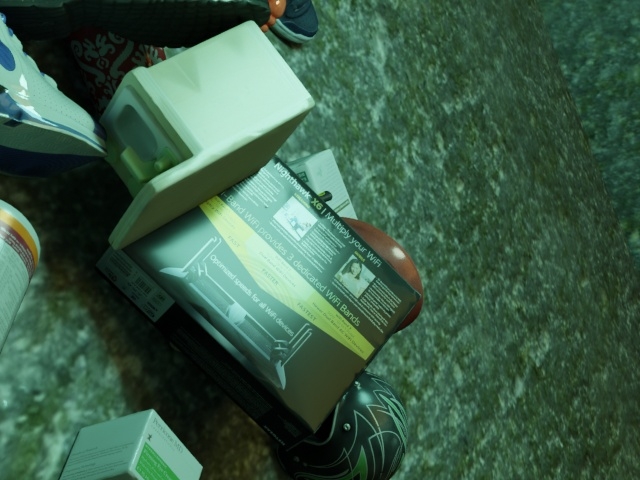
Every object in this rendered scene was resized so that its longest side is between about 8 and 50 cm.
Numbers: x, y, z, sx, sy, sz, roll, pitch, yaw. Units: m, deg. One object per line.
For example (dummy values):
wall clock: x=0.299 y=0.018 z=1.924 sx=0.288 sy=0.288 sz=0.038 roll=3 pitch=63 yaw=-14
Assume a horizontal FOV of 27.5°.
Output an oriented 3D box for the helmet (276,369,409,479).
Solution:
helmet: x=0.038 y=0.251 z=1.722 sx=0.169 sy=0.161 sz=0.169 roll=39 pitch=43 yaw=-48

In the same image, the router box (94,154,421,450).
router box: x=-0.067 y=0.049 z=1.518 sx=0.309 sy=0.081 sz=0.243 roll=45 pitch=54 yaw=-3

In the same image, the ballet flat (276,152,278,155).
ballet flat: x=-0.108 y=-0.101 z=1.725 sx=0.083 sy=0.087 sz=0.247 roll=61 pitch=30 yaw=-24

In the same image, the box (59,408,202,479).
box: x=-0.196 y=0.246 z=1.351 sx=0.101 sy=0.102 sz=0.087 roll=55 pitch=30 yaw=-30

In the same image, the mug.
mug: x=-0.209 y=-0.196 z=1.531 sx=0.113 sy=0.150 sz=0.169 roll=-59 pitch=133 yaw=-74

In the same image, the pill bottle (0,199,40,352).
pill bottle: x=-0.337 y=0.069 z=1.162 sx=0.121 sy=0.121 sz=0.221 roll=53 pitch=34 yaw=-35

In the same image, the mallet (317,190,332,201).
mallet: x=-0.051 y=-0.027 z=1.727 sx=0.190 sy=0.062 sz=0.039 roll=-23 pitch=113 yaw=-30

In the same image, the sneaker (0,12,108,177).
sneaker: x=-0.337 y=-0.187 z=1.299 sx=0.315 sy=0.127 sz=0.182 roll=25 pitch=56 yaw=-54

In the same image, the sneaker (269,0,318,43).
sneaker: x=-0.041 y=-0.421 z=1.954 sx=0.282 sy=0.153 sz=0.099 roll=52 pitch=34 yaw=-35

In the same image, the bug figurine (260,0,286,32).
bug figurine: x=-0.104 y=-0.381 z=1.782 sx=0.072 sy=0.216 sz=0.279 roll=46 pitch=10 yaw=36

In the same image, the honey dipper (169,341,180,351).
honey dipper: x=-0.157 y=0.067 z=1.608 sx=0.030 sy=0.030 sz=0.160 roll=52 pitch=30 yaw=-35

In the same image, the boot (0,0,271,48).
boot: x=-0.222 y=-0.336 z=1.428 sx=0.338 sy=0.118 sz=0.223 roll=1 pitch=72 yaw=-17

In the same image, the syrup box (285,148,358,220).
syrup box: x=0.000 y=0.000 z=1.865 sx=0.096 sy=0.093 sz=0.237 roll=-37 pitch=108 yaw=-62

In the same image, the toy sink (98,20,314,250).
toy sink: x=-0.151 y=-0.117 z=1.412 sx=0.234 sy=0.153 sz=0.131 roll=-33 pitch=83 yaw=-34

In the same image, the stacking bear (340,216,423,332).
stacking bear: x=-0.018 y=0.107 z=1.664 sx=0.289 sy=0.164 sz=0.175 roll=-32 pitch=113 yaw=-38
